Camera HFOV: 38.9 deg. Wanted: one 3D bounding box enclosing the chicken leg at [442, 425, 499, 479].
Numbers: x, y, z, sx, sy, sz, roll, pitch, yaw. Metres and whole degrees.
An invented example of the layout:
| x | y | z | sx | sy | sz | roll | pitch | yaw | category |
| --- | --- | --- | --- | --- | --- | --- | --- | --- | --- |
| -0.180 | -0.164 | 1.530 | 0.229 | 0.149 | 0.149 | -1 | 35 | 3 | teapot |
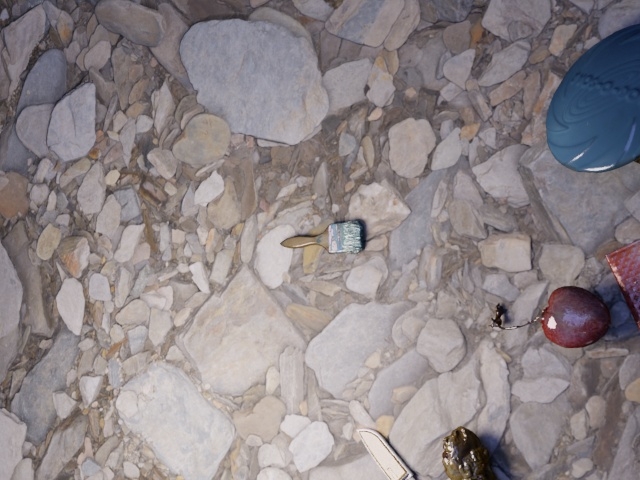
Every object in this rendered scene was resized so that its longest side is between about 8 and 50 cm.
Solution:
| x | y | z | sx | sy | sz | roll | pitch | yaw | category |
| --- | --- | --- | --- | --- | --- | --- | --- | --- | --- |
| 0.281 | 0.427 | 1.603 | 0.085 | 0.069 | 0.197 | -32 | 73 | -4 | chicken leg |

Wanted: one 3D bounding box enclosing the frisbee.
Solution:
| x | y | z | sx | sy | sz | roll | pitch | yaw | category |
| --- | --- | --- | --- | --- | --- | --- | --- | --- | --- |
| 0.490 | -0.249 | 1.520 | 0.289 | 0.049 | 0.289 | -34 | 41 | 36 | frisbee |

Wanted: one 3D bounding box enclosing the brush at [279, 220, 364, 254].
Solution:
| x | y | z | sx | sy | sz | roll | pitch | yaw | category |
| --- | --- | --- | --- | --- | --- | --- | --- | --- | --- |
| 0.000 | 0.000 | 1.852 | 0.196 | 0.021 | 0.070 | -5 | 80 | 31 | brush |

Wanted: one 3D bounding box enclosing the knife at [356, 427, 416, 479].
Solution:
| x | y | z | sx | sy | sz | roll | pitch | yaw | category |
| --- | --- | --- | --- | --- | --- | --- | --- | --- | --- |
| 0.151 | 0.444 | 1.693 | 0.256 | 0.022 | 0.046 | 48 | 110 | 27 | knife |

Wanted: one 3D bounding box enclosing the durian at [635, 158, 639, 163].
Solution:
| x | y | z | sx | sy | sz | roll | pitch | yaw | category |
| --- | --- | --- | --- | --- | --- | --- | --- | --- | --- |
| 0.615 | -0.170 | 1.483 | 0.252 | 0.144 | 0.139 | 1 | 104 | 25 | durian |

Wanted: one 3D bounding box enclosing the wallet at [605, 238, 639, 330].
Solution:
| x | y | z | sx | sy | sz | roll | pitch | yaw | category |
| --- | --- | --- | --- | --- | --- | --- | --- | --- | --- |
| 0.563 | 0.091 | 1.515 | 0.103 | 0.020 | 0.196 | -28 | 70 | 22 | wallet |

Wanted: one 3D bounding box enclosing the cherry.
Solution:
| x | y | z | sx | sy | sz | roll | pitch | yaw | category |
| --- | --- | --- | --- | --- | --- | --- | --- | --- | --- |
| 0.397 | 0.125 | 1.570 | 0.226 | 0.090 | 0.106 | 10 | 99 | 39 | cherry |
